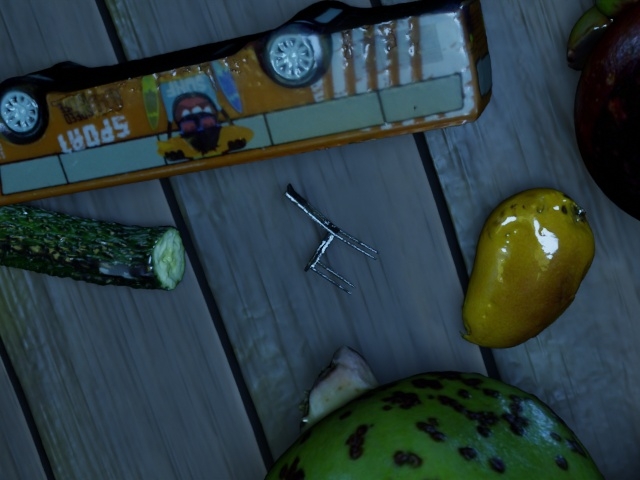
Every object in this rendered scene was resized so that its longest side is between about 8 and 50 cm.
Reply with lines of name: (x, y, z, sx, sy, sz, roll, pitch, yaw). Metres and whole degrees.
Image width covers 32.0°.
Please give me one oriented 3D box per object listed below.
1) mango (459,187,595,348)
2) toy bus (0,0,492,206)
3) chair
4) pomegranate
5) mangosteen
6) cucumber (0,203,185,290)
mango: (0.139, 0.021, 0.763, 0.077, 0.063, 0.127, 25, 115, 5)
toy bus: (-0.085, -0.099, 0.788, 0.409, 0.093, 0.092, -8, 108, 20)
chair: (-0.002, 0.001, 0.815, 0.086, 0.037, 0.042, 39, 100, 1)
pomegranate: (0.062, 0.195, 0.746, 0.254, 0.254, 0.270, -46, 65, 22)
mangosteen: (0.229, -0.103, 0.658, 0.200, 0.200, 0.199, 4, 105, 17)
cucumber: (-0.197, 0.002, 0.870, 0.187, 0.058, 0.058, 10, 106, 13)
